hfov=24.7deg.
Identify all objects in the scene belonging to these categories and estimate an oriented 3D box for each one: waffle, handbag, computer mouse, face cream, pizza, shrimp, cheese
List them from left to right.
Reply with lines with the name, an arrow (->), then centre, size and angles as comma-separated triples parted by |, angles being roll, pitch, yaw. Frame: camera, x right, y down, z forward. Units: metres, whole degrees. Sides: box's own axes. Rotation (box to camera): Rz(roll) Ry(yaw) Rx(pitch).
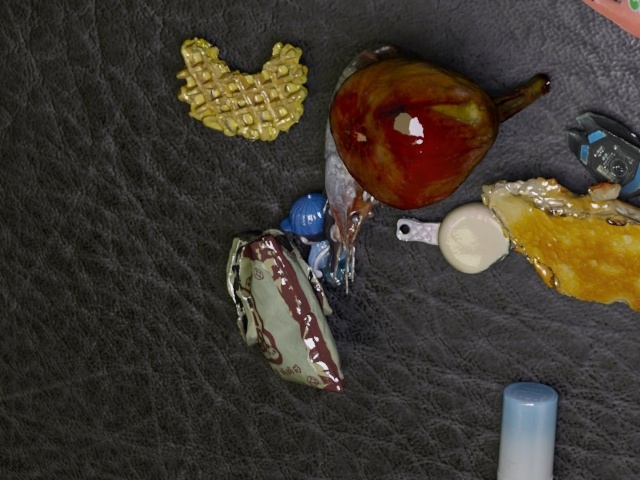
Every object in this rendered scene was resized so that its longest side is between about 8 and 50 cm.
waffle -> -0.106, -0.216, 2.011 | 0.194, 0.051, 0.149 | 18, 116, 18
handbag -> -0.054, 0.099, 2.021 | 0.127, 0.213, 0.235 | -27, 99, -13
shrimp -> 0.059, -0.092, 1.936 | 0.116, 0.145, 0.343 | 20, 108, 30
cheese -> 0.185, -0.001, 1.959 | 0.171, 0.047, 0.092 | -12, 99, 25
face cream -> 0.280, 0.321, 2.002 | 0.077, 0.077, 0.250 | 7, 109, 20
pizza -> 0.345, -0.004, 1.865 | 0.297, 0.071, 0.189 | 13, 136, 16
computer mouse -> 0.371, -0.109, 1.849 | 0.135, 0.047, 0.079 | 41, 128, 14

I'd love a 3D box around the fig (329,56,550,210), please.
fig -> 0.156, -0.166, 1.782 | 0.290, 0.190, 0.190 | -33, 92, -8

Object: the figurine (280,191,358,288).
figurine -> 0.003, 0.000, 2.021 | 0.077, 0.079, 0.136 | -29, 89, -14

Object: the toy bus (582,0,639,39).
toy bus -> 0.419, -0.439, 1.642 | 0.233, 0.203, 0.426 | 24, 113, 23
